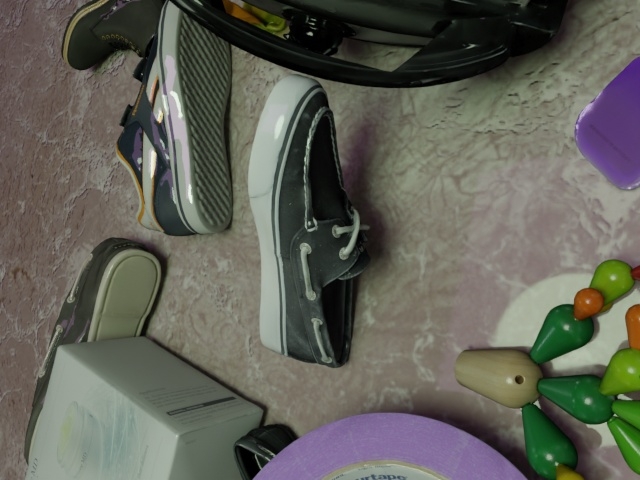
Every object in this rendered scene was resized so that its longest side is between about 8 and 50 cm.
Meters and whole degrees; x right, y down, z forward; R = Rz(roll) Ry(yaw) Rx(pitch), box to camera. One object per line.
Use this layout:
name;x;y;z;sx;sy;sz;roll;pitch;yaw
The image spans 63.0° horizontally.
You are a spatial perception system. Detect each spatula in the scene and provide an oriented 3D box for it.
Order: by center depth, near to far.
spatula;0.337;-0.168;0.411;0.296;0.030;0.084;-44;61;19

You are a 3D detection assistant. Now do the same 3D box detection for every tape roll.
tape roll;0.053;0.278;0.393;0.274;0.090;0.275;-8;45;8

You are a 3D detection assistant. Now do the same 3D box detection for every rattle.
rattle;-0.040;-0.324;0.603;0.199;0.142;0.130;-35;48;29

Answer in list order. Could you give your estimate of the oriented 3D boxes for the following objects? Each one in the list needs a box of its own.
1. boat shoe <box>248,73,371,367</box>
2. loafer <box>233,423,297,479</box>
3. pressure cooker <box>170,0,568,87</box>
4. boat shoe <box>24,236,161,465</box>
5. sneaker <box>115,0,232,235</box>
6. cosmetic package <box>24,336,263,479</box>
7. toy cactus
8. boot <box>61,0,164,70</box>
boat shoe;0.000;0.000;0.499;0.102;0.108;0.301;17;121;23
loafer;-0.016;0.290;0.531;0.076;0.078;0.223;-50;62;16
pressure cooker;0.046;-0.338;0.410;0.369;0.375;0.421;18;95;37
boat shoe;-0.318;0.155;0.725;0.095;0.112;0.335;22;90;44
sneaker;-0.194;-0.165;0.677;0.127;0.126;0.321;-5;82;25
cosmetic package;-0.219;0.263;0.619;0.224;0.138;0.224;19;96;33
toy cactus;0.201;0.118;0.428;0.180;0.112;0.219;2;86;50
boot;-0.309;-0.304;0.801;0.198;0.077;0.137;-40;70;22
